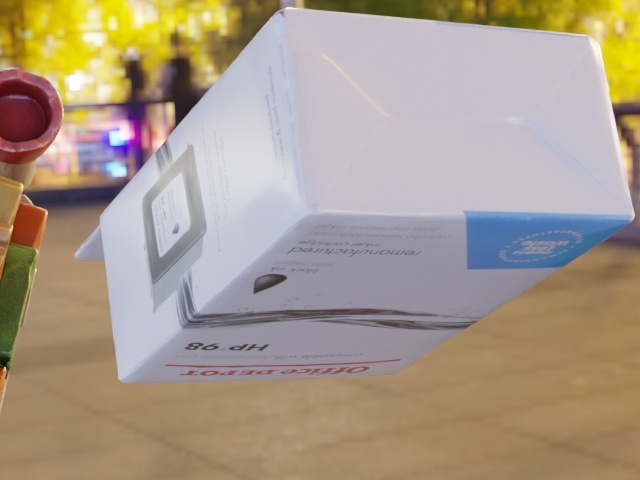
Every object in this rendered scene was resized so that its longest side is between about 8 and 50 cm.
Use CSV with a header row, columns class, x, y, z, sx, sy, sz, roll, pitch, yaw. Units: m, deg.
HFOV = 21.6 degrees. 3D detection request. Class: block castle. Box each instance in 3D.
class,x,y,z,sx,sy,sz,roll,pitch,yaw
block castle,-0.416,0.040,1.515,0.303,0.453,0.213,14,-23,-10

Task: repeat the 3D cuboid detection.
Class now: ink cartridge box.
class,x,y,z,sx,sy,sz,roll,pitch,yaw
ink cartridge box,0.000,0.000,0.515,0.104,0.060,0.180,1,-22,-27
